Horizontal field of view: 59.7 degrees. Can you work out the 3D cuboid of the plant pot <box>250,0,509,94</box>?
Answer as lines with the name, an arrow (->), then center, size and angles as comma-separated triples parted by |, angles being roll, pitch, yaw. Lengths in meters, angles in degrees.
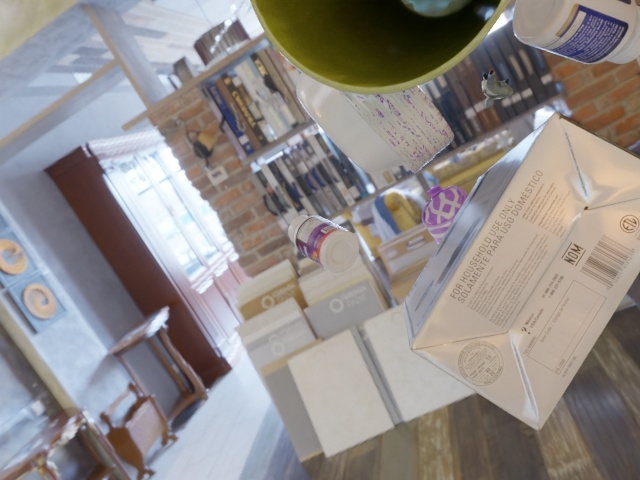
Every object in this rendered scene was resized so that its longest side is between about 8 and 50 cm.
plant pot -> 0.102, -0.318, 0.625 | 0.275, 0.274, 0.293 | -25, 7, 30

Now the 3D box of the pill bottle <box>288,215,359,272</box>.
pill bottle -> 0.000, 0.000, 1.389 | 0.108, 0.108, 0.193 | -34, 33, -18

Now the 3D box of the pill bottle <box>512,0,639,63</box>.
pill bottle -> 0.392, -0.324, 0.824 | 0.187, 0.111, 0.112 | 8, -7, -23

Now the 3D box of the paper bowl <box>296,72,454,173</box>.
paper bowl -> 0.072, -0.224, 0.917 | 0.148, 0.284, 0.284 | -42, 7, 13

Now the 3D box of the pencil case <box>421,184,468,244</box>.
pencil case -> 0.242, 0.006, 0.886 | 0.086, 0.206, 0.088 | -27, 35, 25

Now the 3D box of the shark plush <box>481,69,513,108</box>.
shark plush -> 0.437, -0.395, 1.385 | 0.067, 0.073, 0.161 | -2, -19, 25

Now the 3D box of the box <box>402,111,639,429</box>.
box -> 0.146, 0.020, 0.455 | 0.169, 0.087, 0.290 | -60, -7, 4
